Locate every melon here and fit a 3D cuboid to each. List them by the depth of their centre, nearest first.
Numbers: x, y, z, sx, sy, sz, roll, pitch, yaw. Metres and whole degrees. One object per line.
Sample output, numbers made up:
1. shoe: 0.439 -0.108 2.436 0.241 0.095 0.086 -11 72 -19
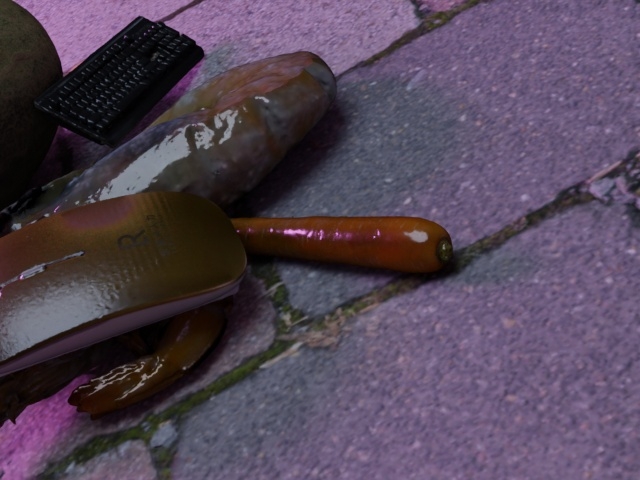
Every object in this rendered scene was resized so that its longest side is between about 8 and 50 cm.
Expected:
1. melon: -0.396 -0.118 1.225 0.249 0.248 0.329 6 37 39

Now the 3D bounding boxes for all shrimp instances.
1. shrimp: -0.178 0.088 0.974 0.249 0.068 0.150 -33 40 -15
2. shrimp: -0.178 -0.047 1.114 0.446 0.110 0.221 -35 25 -14

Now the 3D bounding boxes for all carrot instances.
1. carrot: 0.000 0.000 0.981 0.248 0.043 0.043 3 45 40

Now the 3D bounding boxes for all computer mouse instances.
1. computer mouse: -0.180 0.030 0.954 0.245 0.056 0.126 -19 47 -9

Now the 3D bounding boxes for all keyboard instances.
1. keyboard: -0.202 -0.170 1.273 0.094 0.025 0.230 27 38 4
